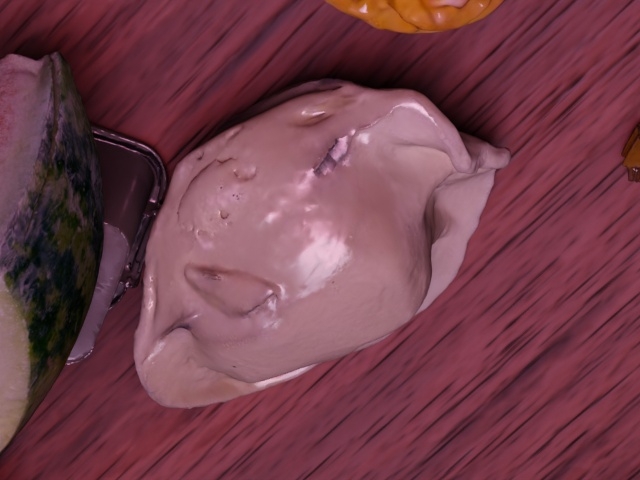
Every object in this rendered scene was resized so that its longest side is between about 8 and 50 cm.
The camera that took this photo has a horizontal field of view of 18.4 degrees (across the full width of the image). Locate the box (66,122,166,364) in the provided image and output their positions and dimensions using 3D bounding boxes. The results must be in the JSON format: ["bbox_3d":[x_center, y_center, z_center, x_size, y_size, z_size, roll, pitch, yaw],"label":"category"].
[{"bbox_3d":[-0.246,-0.013,1.497,0.243,0.135,0.163,21,114,-8],"label":"box"}]

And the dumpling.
[{"bbox_3d":[0.000,0.000,1.508,0.318,0.187,0.243,-45,144,22],"label":"dumpling"}]

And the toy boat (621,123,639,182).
[{"bbox_3d":[0.306,-0.063,1.513,0.149,0.047,0.049,3,130,2],"label":"toy boat"}]

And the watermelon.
[{"bbox_3d":[-0.263,0.024,1.380,0.232,0.193,0.310,7,129,-24],"label":"watermelon"}]

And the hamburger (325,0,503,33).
[{"bbox_3d":[0.066,-0.248,1.370,0.237,0.149,0.237,0,115,1],"label":"hamburger"}]
